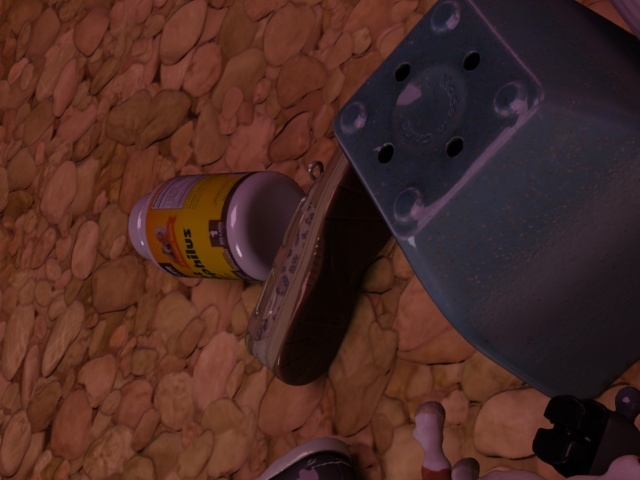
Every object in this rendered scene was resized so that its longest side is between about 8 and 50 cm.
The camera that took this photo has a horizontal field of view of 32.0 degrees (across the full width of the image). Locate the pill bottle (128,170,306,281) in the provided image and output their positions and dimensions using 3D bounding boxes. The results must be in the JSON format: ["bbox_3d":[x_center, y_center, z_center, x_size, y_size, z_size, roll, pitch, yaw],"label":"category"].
[{"bbox_3d":[-0.118,-0.016,1.235,0.215,0.117,0.117,0,73,46],"label":"pill bottle"}]

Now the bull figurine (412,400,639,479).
[{"bbox_3d":[0.087,0.229,0.742,0.310,0.101,0.188,-54,24,16],"label":"bull figurine"}]

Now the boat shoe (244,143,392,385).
[{"bbox_3d":[0.000,0.000,1.118,0.089,0.104,0.285,27,93,45],"label":"boat shoe"}]

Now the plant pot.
[{"bbox_3d":[0.159,-0.058,0.872,0.247,0.252,0.248,-46,46,20],"label":"plant pot"}]

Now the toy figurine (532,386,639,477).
[{"bbox_3d":[0.270,0.172,0.745,0.213,0.148,0.210,-41,42,29],"label":"toy figurine"}]

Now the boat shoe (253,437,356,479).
[{"bbox_3d":[-0.057,0.276,1.068,0.227,0.081,0.069,-41,44,22],"label":"boat shoe"}]

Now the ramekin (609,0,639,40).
[{"bbox_3d":[0.317,-0.236,0.794,0.273,0.272,0.127,-34,64,31],"label":"ramekin"}]
